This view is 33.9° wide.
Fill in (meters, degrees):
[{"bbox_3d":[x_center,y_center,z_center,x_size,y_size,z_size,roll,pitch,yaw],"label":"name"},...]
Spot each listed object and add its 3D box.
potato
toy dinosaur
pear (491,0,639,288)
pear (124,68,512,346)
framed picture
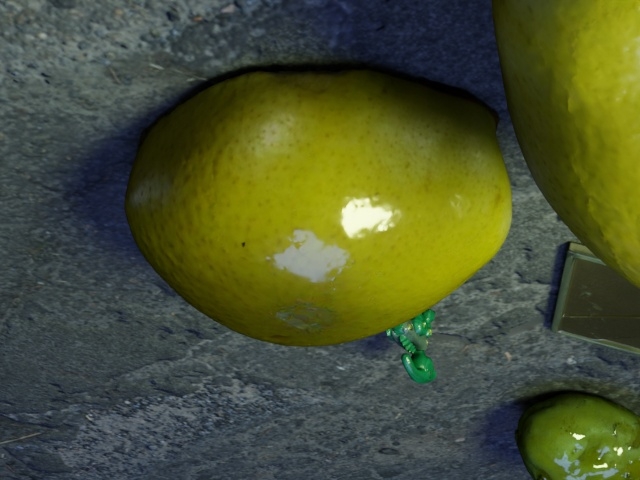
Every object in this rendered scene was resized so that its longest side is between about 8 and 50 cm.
[{"bbox_3d":[0.408,0.316,1.582,0.186,0.149,0.253,-37,124,24],"label":"potato"},{"bbox_3d":[0.114,0.127,1.338,0.059,0.096,0.132,-17,146,26],"label":"toy dinosaur"},{"bbox_3d":[0.310,-0.117,0.705,0.418,0.362,0.362,37,135,-29],"label":"pear"},{"bbox_3d":[0.000,0.000,1.054,0.386,0.191,0.340,-7,147,14],"label":"pear"},{"bbox_3d":[0.430,0.097,1.266,0.289,0.016,0.213,14,151,15],"label":"framed picture"}]
